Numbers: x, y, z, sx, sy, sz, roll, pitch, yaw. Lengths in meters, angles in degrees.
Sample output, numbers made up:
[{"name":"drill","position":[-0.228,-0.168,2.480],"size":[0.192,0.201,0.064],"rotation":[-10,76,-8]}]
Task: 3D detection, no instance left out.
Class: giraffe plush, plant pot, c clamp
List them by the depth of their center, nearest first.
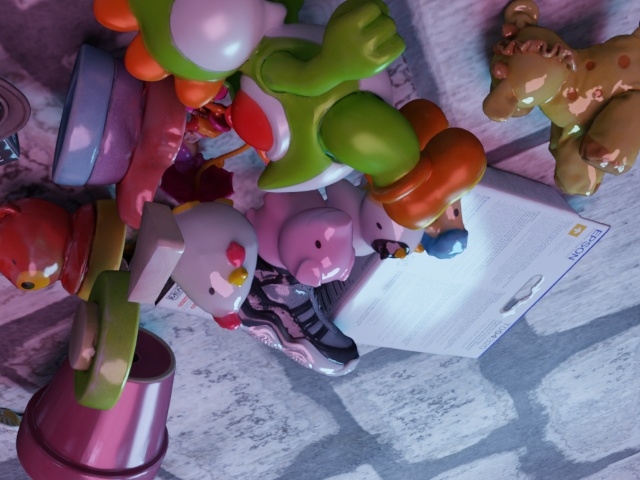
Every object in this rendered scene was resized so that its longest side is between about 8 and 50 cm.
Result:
[{"name":"c clamp","position":[-0.337,-0.105,0.597],"size":[0.161,0.022,0.137],"rotation":[-24,148,2]},{"name":"giraffe plush","position":[0.261,-0.168,0.784],"size":[0.171,0.181,0.210],"rotation":[13,144,-4]},{"name":"plant pot","position":[-0.286,0.218,0.961],"size":[0.201,0.201,0.180],"rotation":[13,113,-32]}]

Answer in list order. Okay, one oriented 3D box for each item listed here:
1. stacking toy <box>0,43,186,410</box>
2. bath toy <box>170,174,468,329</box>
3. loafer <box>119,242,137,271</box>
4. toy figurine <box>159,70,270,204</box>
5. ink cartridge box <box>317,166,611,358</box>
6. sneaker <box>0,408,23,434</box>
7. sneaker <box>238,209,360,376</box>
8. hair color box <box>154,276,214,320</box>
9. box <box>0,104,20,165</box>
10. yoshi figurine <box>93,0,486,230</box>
[{"name":"stacking toy","position":[-0.234,-0.011,0.661],"size":[0.131,0.279,0.309],"rotation":[12,128,-25]},{"name":"bath toy","position":[0.000,0.000,0.758],"size":[0.348,0.129,0.151],"rotation":[-13,166,-34]},{"name":"loafer","position":[-0.223,0.025,0.872],"size":[0.061,0.062,0.170],"rotation":[36,113,-19]},{"name":"toy figurine","position":[-0.116,-0.104,0.741],"size":[0.159,0.130,0.173],"rotation":[-32,116,27]},{"name":"ink cartridge box","position":[0.198,0.040,1.036],"size":[0.330,0.071,0.324],"rotation":[12,129,-33]},{"name":"sneaker","position":[-0.462,0.277,1.061],"size":[0.037,0.032,0.083],"rotation":[-39,135,20]},{"name":"sneaker","position":[-0.019,0.068,0.914],"size":[0.269,0.101,0.153],"rotation":[33,95,-32]},{"name":"hair color box","position":[-0.145,0.068,0.951],"size":[0.141,0.043,0.072],"rotation":[20,125,-38]},{"name":"box","position":[-0.416,-0.109,0.620],"size":[0.231,0.056,0.183],"rotation":[-19,148,-5]},{"name":"yoshi figurine","position":[-0.009,-0.182,0.596],"size":[0.362,0.203,0.204],"rotation":[35,145,-23]}]
